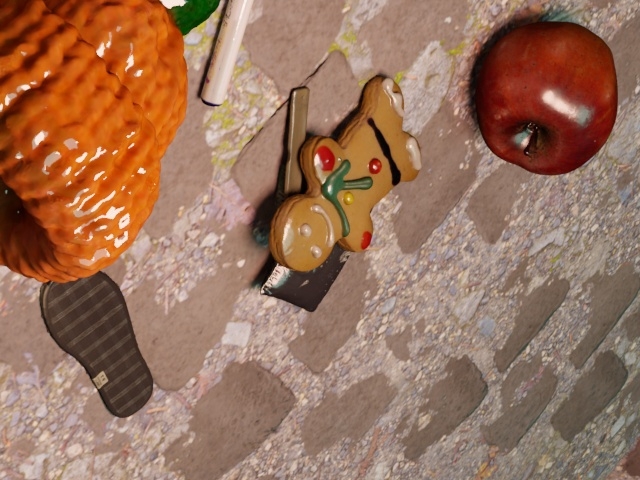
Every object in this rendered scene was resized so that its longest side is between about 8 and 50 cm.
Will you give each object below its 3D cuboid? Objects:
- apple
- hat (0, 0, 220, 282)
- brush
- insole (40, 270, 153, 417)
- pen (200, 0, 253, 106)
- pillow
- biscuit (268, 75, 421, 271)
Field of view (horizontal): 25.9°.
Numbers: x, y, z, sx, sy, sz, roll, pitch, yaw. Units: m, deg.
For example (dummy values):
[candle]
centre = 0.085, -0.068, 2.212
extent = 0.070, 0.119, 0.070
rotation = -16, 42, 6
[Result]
[apple]
centre = 0.340, -0.212, 2.075
extent = 0.234, 0.234, 0.234
rotation = -29, 137, -31
[hat]
centre = -0.243, -0.160, 1.450
extent = 0.400, 0.285, 0.285
rotation = -51, 149, -40
[brush]
centre = -0.039, -0.117, 1.870
extent = 0.034, 0.027, 0.190
rotation = -20, 125, -44
[insole]
centre = -0.284, 0.133, 1.799
extent = 0.110, 0.012, 0.309
rotation = -40, 142, -22
[pen]
centre = -0.095, -0.287, 1.660
extent = 0.033, 0.033, 0.269
rotation = -6, 123, -47
[pillow]
centre = 0.000, 0.000, 1.978
extent = 0.141, 0.055, 0.208
rotation = 23, 97, -51
[biscuit]
centre = 0.040, -0.073, 1.910
extent = 0.301, 0.049, 0.197
rotation = -47, 128, -26
